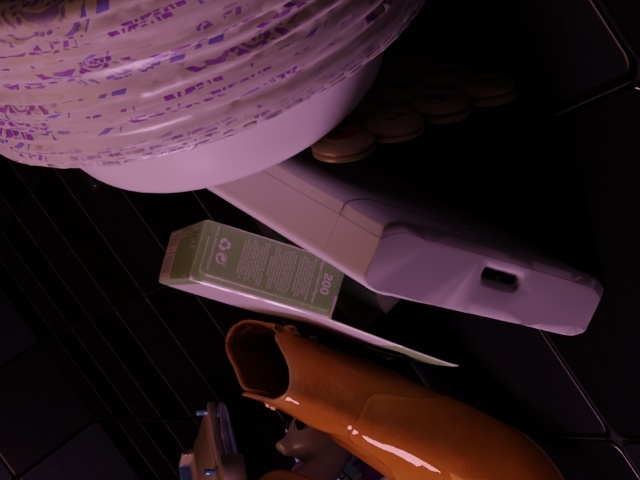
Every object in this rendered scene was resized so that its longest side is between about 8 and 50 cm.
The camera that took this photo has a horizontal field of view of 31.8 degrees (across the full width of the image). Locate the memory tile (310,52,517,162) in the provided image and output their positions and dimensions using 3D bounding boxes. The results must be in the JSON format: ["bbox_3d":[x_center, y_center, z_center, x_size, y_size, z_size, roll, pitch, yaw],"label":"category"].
[{"bbox_3d":[0.035,-0.085,0.689,0.113,0.148,0.012,27,133,49],"label":"memory tile"}]

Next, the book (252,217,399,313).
[{"bbox_3d":[0.000,0.000,0.969,0.144,0.035,0.096,25,151,44],"label":"book"}]

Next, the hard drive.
[{"bbox_3d":[-0.005,-0.041,0.786,0.233,0.047,0.353,14,-168,-46],"label":"hard drive"}]

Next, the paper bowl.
[{"bbox_3d":[-0.075,-0.137,0.645,0.284,0.284,0.148,28,148,47],"label":"paper bowl"}]

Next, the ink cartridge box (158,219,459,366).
[{"bbox_3d":[-0.011,0.047,0.962,0.235,0.056,0.171,18,172,-15],"label":"ink cartridge box"}]

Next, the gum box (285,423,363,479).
[{"bbox_3d":[0.033,0.327,1.445,0.157,0.041,0.184,36,152,39],"label":"gum box"}]

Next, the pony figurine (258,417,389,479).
[{"bbox_3d":[0.027,0.321,1.135,0.351,0.363,0.303,32,146,10],"label":"pony figurine"}]

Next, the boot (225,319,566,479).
[{"bbox_3d":[0.051,0.162,0.959,0.211,0.104,0.295,27,180,-39],"label":"boot"}]

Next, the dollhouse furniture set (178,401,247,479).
[{"bbox_3d":[-0.083,0.361,1.693,0.286,0.198,0.303,109,154,-43],"label":"dollhouse furniture set"}]

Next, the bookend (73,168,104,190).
[{"bbox_3d":[-0.293,-0.168,1.315,0.157,0.072,0.156,42,155,27],"label":"bookend"}]

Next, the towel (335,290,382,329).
[{"bbox_3d":[0.028,0.022,1.019,0.110,0.027,0.148,48,156,10],"label":"towel"}]
